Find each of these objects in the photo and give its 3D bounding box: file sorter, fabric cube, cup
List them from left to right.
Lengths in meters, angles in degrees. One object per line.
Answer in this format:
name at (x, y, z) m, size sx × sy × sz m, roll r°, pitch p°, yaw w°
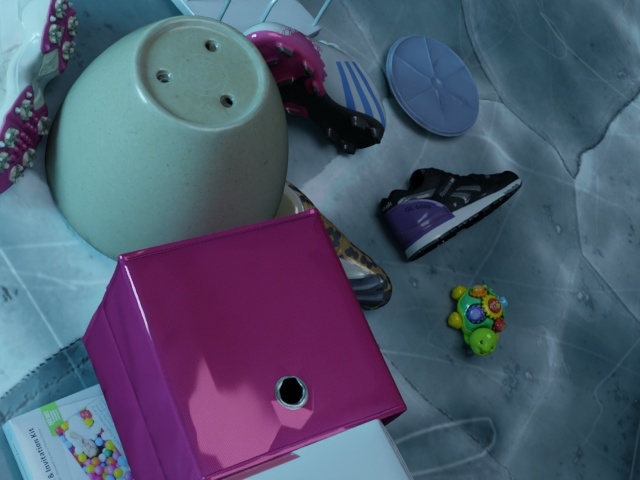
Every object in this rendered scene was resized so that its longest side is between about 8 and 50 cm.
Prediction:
cup at (-0.177, -0.151, 1.271) m, size 0.331 × 0.237 × 0.331 m, roll 8°, pitch 63°, yaw -16°
fabric cube at (-0.098, 0.151, 1.139) m, size 0.254 × 0.259 × 0.258 m, roll -14°, pitch 70°, yaw -28°
file sorter at (-0.121, -0.434, 1.495) m, size 0.193 × 0.173 × 0.278 m, roll -35°, pitch 82°, yaw -38°

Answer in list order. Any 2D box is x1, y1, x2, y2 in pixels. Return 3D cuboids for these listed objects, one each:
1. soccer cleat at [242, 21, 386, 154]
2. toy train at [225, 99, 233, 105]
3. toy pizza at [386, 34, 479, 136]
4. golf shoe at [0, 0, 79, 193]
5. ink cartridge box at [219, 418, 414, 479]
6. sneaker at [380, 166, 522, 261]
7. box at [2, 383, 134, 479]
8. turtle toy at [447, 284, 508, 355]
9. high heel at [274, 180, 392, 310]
soccer cleat at (-0.014, -0.256, 1.504) m, size 0.331 × 0.116 × 0.143 m, roll 35°, pitch 45°, yaw -47°
toy train at (-0.109, -0.243, 1.516) m, size 0.125 × 0.046 × 0.166 m, roll 33°, pitch 55°, yaw -17°
toy pizza at (0.194, -0.269, 1.732) m, size 0.201 × 0.032 × 0.201 m, roll 15°, pitch 61°, yaw -28°
golf shoe at (-0.418, -0.198, 1.278) m, size 0.140 × 0.115 × 0.306 m, roll 10°, pitch 66°, yaw 5°
ink cartridge box at (-0.039, 0.338, 1.059) m, size 0.226 × 0.306 × 0.131 m, roll -17°, pitch 64°, yaw -25°
sneaker at (0.217, -0.081, 1.618) m, size 0.283 × 0.107 × 0.124 m, roll -28°, pitch 79°, yaw -38°
box at (-0.268, 0.251, 1.191) m, size 0.186 × 0.038 × 0.145 m, roll -19°, pitch 79°, yaw -36°
turtle toy at (0.257, 0.126, 1.566) m, size 0.095 × 0.066 × 0.130 m, roll 25°, pitch 57°, yaw -21°
high heel at (0.000, 0.000, 1.478) m, size 0.261 × 0.093 × 0.186 m, roll 54°, pitch 21°, yaw 21°
